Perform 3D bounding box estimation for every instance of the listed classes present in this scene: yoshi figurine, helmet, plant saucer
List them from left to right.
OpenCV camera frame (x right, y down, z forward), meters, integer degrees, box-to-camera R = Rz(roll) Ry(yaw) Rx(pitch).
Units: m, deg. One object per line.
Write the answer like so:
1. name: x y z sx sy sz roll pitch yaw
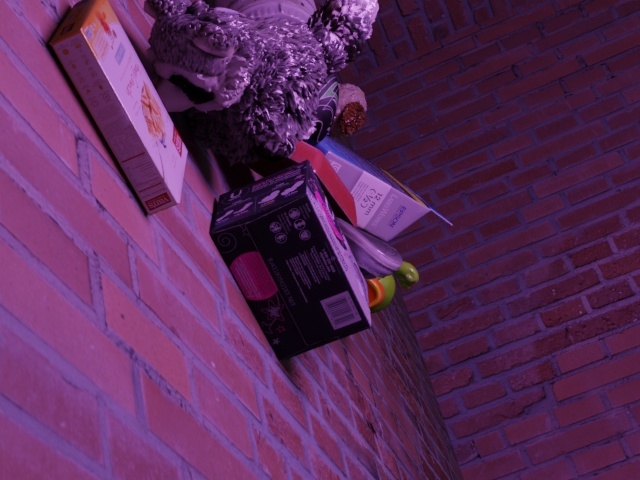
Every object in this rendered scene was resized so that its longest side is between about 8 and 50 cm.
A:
1. plant saucer: -0.058 -0.139 1.828 0.258 0.047 0.259 31 -9 26
2. helmet: -0.044 -0.272 1.951 0.161 0.169 0.169 71 0 -63
3. yoshi figurine: 0.079 0.089 2.049 0.362 0.204 0.203 -50 160 -73

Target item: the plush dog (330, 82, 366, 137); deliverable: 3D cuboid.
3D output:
1. plush dog: 0.005 -0.310 2.541 0.262 0.225 0.210 -98 163 -59

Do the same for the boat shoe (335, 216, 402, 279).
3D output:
1. boat shoe: 0.027 0.017 1.811 0.118 0.103 0.320 26 -1 -36

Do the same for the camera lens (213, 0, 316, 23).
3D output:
1. camera lens: -0.112 -0.458 2.218 0.274 0.219 0.219 -102 167 -49

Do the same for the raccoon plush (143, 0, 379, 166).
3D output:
1. raccoon plush: -0.099 -0.333 1.579 0.446 0.216 0.299 -61 155 -27

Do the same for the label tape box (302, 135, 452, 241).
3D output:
1. label tape box: 0.071 -0.110 2.145 0.348 0.115 0.249 29 10 -32

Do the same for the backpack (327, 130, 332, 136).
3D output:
1. backpack: -0.065 -0.268 2.372 0.158 0.117 0.173 65 18 -8

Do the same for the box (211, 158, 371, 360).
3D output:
1. box: -0.039 0.029 1.603 0.142 0.163 0.247 -92 158 -63

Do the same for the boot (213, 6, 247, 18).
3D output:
1. boot: -0.145 -0.316 1.775 0.258 0.123 0.095 16 59 -60

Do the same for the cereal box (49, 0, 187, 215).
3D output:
1. cereal box: -0.238 -0.169 1.274 0.173 0.047 0.240 -96 162 -62
